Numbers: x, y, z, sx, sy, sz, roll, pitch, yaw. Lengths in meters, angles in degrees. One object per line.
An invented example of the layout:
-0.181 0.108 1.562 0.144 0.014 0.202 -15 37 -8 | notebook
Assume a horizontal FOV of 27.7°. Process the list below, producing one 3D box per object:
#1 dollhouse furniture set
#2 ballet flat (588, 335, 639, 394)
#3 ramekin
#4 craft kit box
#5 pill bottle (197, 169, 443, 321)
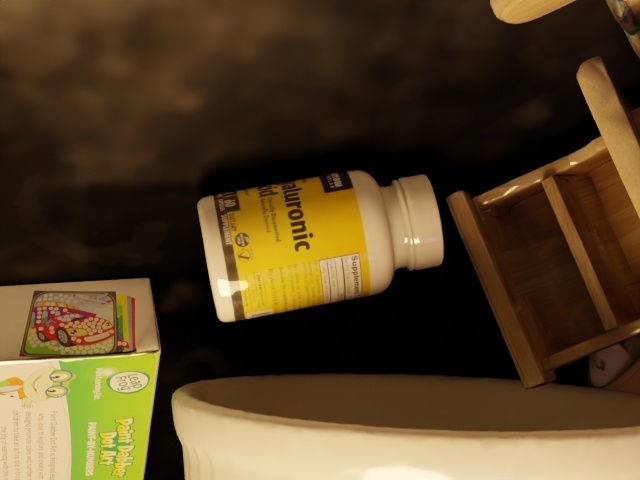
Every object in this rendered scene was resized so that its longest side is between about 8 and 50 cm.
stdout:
0.127 -0.011 0.562 0.161 0.212 0.242 -25 168 16 | dollhouse furniture set
0.206 0.039 0.785 0.073 0.080 0.232 26 133 -4 | ballet flat
0.056 0.150 0.699 0.277 0.135 0.277 3 179 0 | ramekin
-0.225 0.119 0.754 0.246 0.061 0.250 -1 143 -13 | craft kit box
0.000 0.000 0.652 0.116 0.065 0.065 -10 145 -5 | pill bottle
